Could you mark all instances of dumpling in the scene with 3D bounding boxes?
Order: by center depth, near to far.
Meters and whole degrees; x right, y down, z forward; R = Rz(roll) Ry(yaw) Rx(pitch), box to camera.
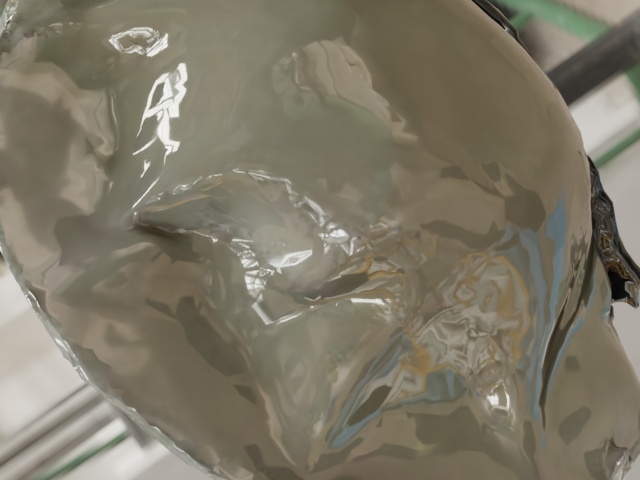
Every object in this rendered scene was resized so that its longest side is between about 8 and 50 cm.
[{"bbox_3d":[0.012,-0.013,0.630,0.293,0.163,0.204,44,-168,-1],"label":"dumpling"}]
